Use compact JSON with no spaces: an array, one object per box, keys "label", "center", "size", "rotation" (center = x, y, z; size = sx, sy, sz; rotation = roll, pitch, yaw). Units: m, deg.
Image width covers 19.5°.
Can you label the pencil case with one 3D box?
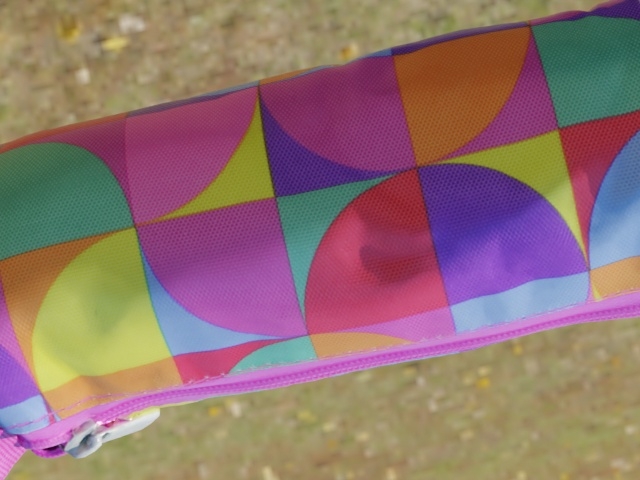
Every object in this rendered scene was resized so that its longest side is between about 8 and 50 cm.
[{"label":"pencil case","center":[0.000,0.000,0.565],"size":[0.236,0.104,0.104],"rotation":[-16,164,7]}]
